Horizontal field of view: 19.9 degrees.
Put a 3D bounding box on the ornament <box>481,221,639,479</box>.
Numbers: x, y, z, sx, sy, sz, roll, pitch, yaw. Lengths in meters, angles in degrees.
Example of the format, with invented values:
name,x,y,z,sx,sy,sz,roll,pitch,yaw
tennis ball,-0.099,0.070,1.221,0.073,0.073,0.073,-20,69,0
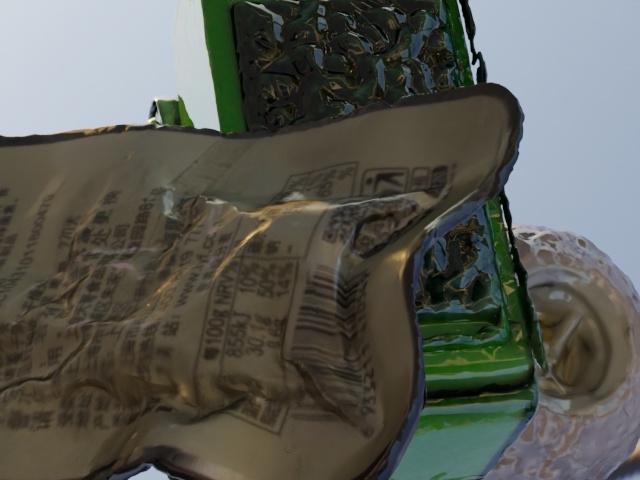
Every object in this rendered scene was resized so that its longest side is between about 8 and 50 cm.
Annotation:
name,x,y,z,sx,sy,sz,roll,pitch,yaw
ornament,0.164,0.111,1.609,0.225,0.259,0.259,139,-31,-62

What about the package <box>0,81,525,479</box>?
name,x,y,z,sx,sy,sz,roll,pitch,yaw
package,-0.052,0.020,0.575,0.232,0.040,0.166,-6,-133,27

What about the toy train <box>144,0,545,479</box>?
name,x,y,z,sx,sy,sz,roll,pitch,yaw
toy train,0.000,0.000,0.718,0.188,0.132,0.243,111,-27,-62
